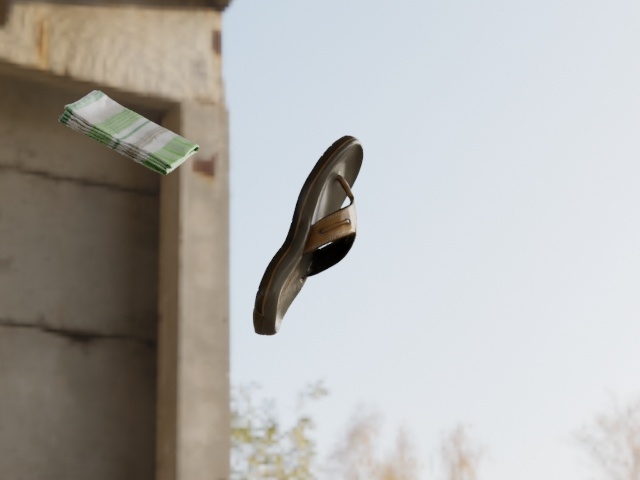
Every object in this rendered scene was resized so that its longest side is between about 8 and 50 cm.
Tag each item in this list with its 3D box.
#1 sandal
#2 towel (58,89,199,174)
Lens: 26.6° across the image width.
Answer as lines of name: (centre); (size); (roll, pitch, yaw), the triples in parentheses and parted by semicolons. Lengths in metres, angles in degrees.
sandal: (0.000, 0.000, 1.314); (0.060, 0.219, 0.090); (19, -26, 16)
towel: (-0.231, -0.136, 1.655); (0.152, 0.113, 0.023); (27, -64, 5)
